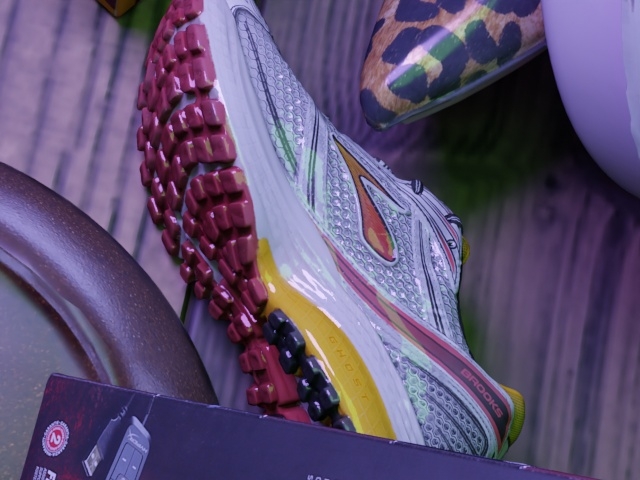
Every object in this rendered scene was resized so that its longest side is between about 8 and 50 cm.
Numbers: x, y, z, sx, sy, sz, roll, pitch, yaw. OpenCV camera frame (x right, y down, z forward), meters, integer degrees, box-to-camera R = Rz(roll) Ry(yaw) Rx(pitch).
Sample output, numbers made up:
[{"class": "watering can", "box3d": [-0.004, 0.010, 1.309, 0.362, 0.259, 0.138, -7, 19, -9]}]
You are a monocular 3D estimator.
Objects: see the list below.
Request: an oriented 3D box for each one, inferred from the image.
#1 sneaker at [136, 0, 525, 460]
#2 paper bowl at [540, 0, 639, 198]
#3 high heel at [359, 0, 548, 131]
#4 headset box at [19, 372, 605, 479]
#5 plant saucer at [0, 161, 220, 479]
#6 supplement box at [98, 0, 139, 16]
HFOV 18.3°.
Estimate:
[{"class": "sneaker", "box3d": [0.000, 0.000, 0.755, 0.092, 0.088, 0.225, -20, 81, -29]}, {"class": "paper bowl", "box3d": [0.181, -0.111, 0.729, 0.148, 0.284, 0.284, 4, 66, 31]}, {"class": "high heel", "box3d": [0.056, -0.179, 0.769, 0.261, 0.093, 0.186, -50, 122, -31]}, {"class": "headset box", "box3d": [0.028, 0.171, 0.570, 0.293, 0.110, 0.218, 8, 79, 39]}, {"class": "plant saucer", "box3d": [-0.180, 0.096, 0.703, 0.310, 0.050, 0.311, 3, 72, -8]}, {"class": "supplement box", "box3d": [-0.052, -0.196, 0.802, 0.104, 0.081, 0.188, 42, 70, 5]}]
